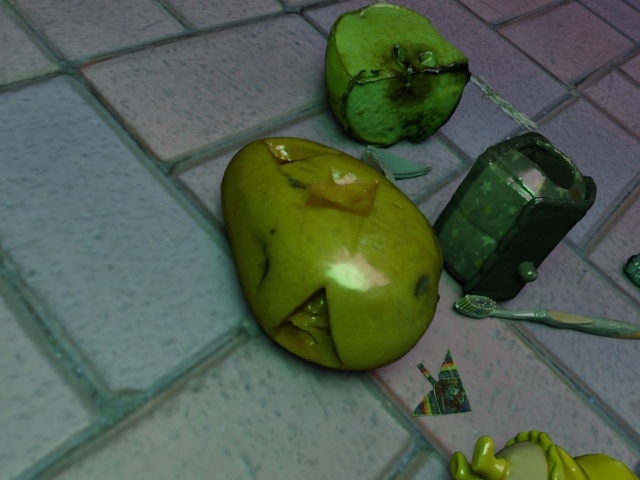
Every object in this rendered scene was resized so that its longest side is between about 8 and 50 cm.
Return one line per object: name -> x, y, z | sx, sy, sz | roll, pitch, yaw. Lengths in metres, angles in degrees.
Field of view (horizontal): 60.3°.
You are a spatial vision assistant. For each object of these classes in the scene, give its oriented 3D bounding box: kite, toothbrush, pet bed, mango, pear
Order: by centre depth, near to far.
mango -> 0.000, 0.000, 0.710 | 0.253, 0.182, 0.365 | -21, 53, -30
kite -> 0.161, 0.196, 0.723 | 0.090, 0.004, 0.122 | 41, 50, 11
pet bed -> 0.285, -0.028, 0.803 | 0.183, 0.210, 0.159 | -20, 59, -41
toothbrush -> 0.373, 0.122, 0.849 | 0.376, 0.037, 0.028 | 11, 54, -18
pear -> 0.095, -0.307, 0.991 | 0.239, 0.163, 0.255 | -15, 55, -19

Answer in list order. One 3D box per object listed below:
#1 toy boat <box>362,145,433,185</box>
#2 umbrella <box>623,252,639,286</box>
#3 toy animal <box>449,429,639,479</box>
toy boat -> 0.134, -0.129, 0.953 | 0.122, 0.034, 0.096 | -9, 58, -37
umbrella -> 0.636, 0.114, 0.944 | 0.250, 0.052, 0.053 | 43, 50, 14
toy animal -> 0.256, 0.290, 0.596 | 0.230, 0.156, 0.156 | 28, 49, 2
